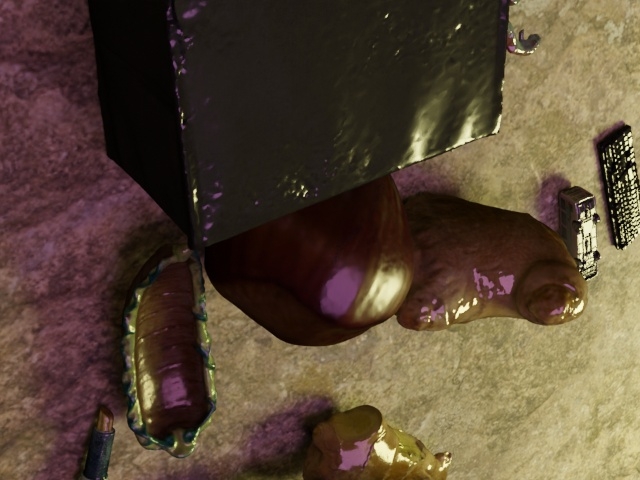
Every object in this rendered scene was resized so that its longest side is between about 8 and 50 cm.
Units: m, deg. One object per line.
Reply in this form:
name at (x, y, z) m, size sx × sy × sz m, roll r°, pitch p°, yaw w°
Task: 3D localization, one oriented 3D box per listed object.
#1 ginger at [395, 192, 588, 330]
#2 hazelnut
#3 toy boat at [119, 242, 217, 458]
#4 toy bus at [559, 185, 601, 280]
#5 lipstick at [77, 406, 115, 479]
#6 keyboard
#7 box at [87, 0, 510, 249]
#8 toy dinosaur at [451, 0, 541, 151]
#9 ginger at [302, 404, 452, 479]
ginger at (0.191, 0.039, 1.330) m, size 0.275 × 0.221 × 0.130 m, roll -21°, pitch 136°, yaw -36°
hazelnut at (0.000, 0.000, 1.166) m, size 0.229 × 0.229 × 0.230 m, roll -18°, pitch 126°, yaw -28°
toy boat at (-0.158, 0.096, 1.173) m, size 0.108 × 0.099 × 0.293 m, roll -19°, pitch 133°, yaw -28°
toy bus at (0.343, -0.008, 1.515) m, size 0.037 × 0.052 × 0.131 m, roll -24°, pitch 126°, yaw -18°
lipstick at (-0.240, 0.234, 1.236) m, size 0.037 × 0.037 × 0.116 m, roll 2°, pitch 110°, yaw -38°
keyboard at (0.415, -0.070, 1.557) m, size 0.060 × 0.018 × 0.195 m, roll -38°, pitch 133°, yaw -17°
box at (-0.022, -0.190, 1.024) m, size 0.345 × 0.204 × 0.251 m, roll -21°, pitch 127°, yaw -26°
toy dinosaur at (0.163, -0.221, 1.252) m, size 0.167 × 0.053 × 0.242 m, roll 15°, pitch 106°, yaw -40°
ginger at (0.083, 0.299, 1.488) m, size 0.131 × 0.086 × 0.294 m, roll -56°, pitch 138°, yaw -1°
